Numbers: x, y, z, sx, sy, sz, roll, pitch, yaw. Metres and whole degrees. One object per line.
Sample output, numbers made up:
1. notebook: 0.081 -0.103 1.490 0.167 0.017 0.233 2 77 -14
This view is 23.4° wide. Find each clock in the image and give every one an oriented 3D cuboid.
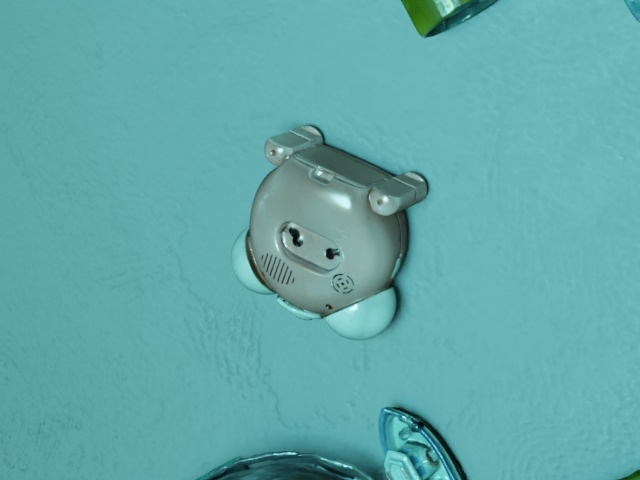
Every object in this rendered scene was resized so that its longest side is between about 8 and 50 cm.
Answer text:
1. clock: 0.000 0.000 1.380 0.166 0.092 0.162 25 116 20

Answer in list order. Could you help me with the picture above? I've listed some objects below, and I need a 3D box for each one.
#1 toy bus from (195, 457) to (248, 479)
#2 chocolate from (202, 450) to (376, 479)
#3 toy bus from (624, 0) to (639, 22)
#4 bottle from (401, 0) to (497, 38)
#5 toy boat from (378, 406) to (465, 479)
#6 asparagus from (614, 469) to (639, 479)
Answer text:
1. toy bus: -0.058 0.344 1.498 0.109 0.091 0.262 -29 86 41
2. chocolate: -0.044 0.348 1.328 0.303 0.213 0.303 1 94 12
3. toy bus: 0.285 -0.200 1.080 0.128 0.147 0.256 -24 134 29
4. bottle: 0.053 -0.311 1.280 0.082 0.082 0.286 -28 87 30
5. toy boat: 0.090 0.212 1.396 0.059 0.066 0.140 -30 86 34
6. asparagus: 0.272 0.249 1.282 0.382 0.108 0.128 -31 79 30
